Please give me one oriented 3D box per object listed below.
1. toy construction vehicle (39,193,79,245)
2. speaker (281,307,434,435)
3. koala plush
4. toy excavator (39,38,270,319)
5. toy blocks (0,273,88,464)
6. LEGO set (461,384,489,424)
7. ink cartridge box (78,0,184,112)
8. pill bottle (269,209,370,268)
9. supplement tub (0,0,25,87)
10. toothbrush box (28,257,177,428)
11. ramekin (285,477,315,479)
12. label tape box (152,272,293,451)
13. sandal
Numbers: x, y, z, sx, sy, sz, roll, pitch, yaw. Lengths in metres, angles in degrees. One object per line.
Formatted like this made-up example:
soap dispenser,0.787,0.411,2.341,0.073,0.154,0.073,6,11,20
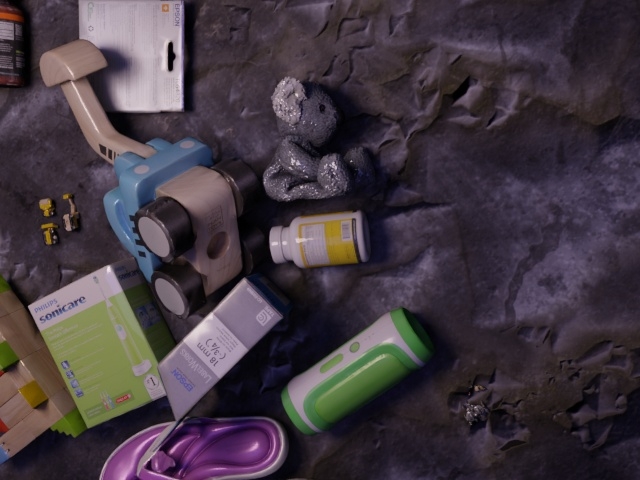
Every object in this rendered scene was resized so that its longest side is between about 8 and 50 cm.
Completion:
toy construction vehicle,-0.552,-0.045,1.592,0.086,0.035,0.098,-11,92,23
speaker,0.071,0.256,1.459,0.296,0.131,0.131,-36,89,12
koala plush,-0.026,-0.193,1.397,0.203,0.196,0.221,-5,100,21
toy excavator,-0.343,-0.126,1.431,0.445,0.222,0.433,26,137,32
toy blocks,-0.679,0.299,1.597,0.261,0.191,0.381,-37,89,24
LEGO set,0.303,0.325,1.475,0.054,0.023,0.083,-9,95,12
ink cartridge box,-0.373,-0.369,1.509,0.224,0.045,0.223,4,98,9
pill bottle,0.000,0.000,1.453,0.184,0.103,0.103,-6,96,12
supplement tub,-0.657,-0.413,1.528,0.106,0.106,0.198,3,97,10
toothbrush box,-0.431,0.208,1.550,0.206,0.122,0.283,-26,92,13
ramekin,-0.037,0.607,1.472,0.277,0.135,0.277,0,91,-16
label tape box,-0.208,0.215,1.420,0.106,0.240,0.334,44,91,2
sandal,-0.273,0.434,1.531,0.416,0.102,0.169,-18,63,7
